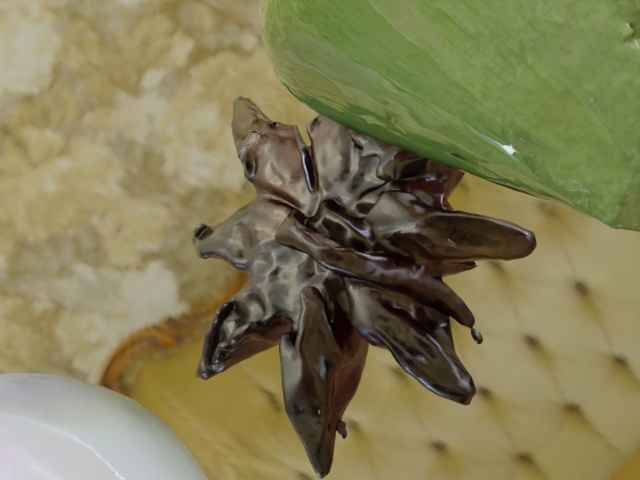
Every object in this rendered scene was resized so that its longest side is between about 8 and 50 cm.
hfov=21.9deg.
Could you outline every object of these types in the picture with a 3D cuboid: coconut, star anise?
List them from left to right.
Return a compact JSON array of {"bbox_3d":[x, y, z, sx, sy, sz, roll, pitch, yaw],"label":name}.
[{"bbox_3d":[0.000,0.000,0.963,0.272,0.102,0.272,-9,73,33],"label":"star anise"},{"bbox_3d":[0.113,-0.158,0.748,0.281,0.328,0.328,117,176,-71],"label":"coconut"}]

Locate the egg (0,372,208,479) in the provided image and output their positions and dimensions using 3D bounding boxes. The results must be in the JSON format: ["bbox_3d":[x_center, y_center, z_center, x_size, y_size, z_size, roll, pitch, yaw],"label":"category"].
[{"bbox_3d":[-0.145,0.137,0.757,0.206,0.271,0.162,172,118,-83],"label":"egg"}]
